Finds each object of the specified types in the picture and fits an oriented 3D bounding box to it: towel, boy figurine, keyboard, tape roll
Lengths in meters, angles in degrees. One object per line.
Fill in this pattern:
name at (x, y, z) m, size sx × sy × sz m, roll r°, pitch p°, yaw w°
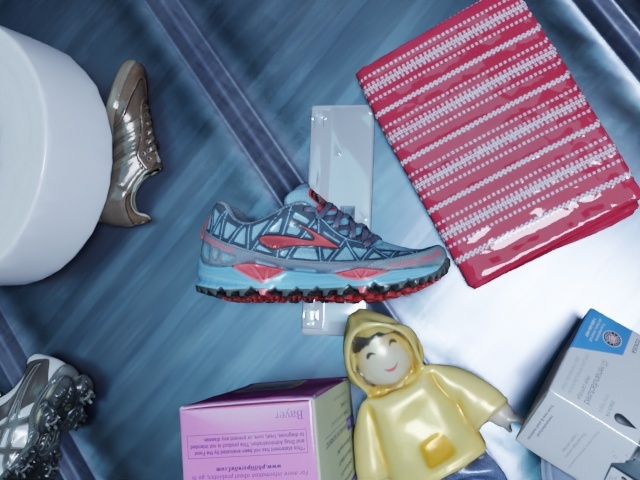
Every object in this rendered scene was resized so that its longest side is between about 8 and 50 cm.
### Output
towel at (0.183, -0.108, 0.766) m, size 0.199 × 0.031 × 0.275 m, roll -28°, pitch 79°, yaw 7°
boy figurine at (0.111, 0.191, 0.717) m, size 0.177 × 0.092 × 0.285 m, roll -25°, pitch 84°, yaw 7°
keyboard at (0.020, -0.024, 0.798) m, size 0.072 × 0.014 × 0.256 m, roll 2°, pitch 85°, yaw 6°
tape roll at (-0.370, -0.092, 0.801) m, size 0.286 × 0.100 × 0.286 m, roll -2°, pitch 86°, yaw 25°

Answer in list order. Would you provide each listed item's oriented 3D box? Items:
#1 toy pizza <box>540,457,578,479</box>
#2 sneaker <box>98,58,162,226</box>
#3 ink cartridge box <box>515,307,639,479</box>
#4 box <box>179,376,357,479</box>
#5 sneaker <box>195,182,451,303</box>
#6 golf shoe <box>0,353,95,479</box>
toy pizza at (0.290, 0.240, 0.651) m, size 0.201 × 0.201 × 0.032 m, roll 27°, pitch 130°, yaw 12°
sneaker at (-0.211, -0.108, 0.832) m, size 0.071 × 0.066 × 0.188 m, roll 12°, pitch 92°, yaw -5°
ink cartridge box at (0.293, 0.167, 0.647) m, size 0.191 × 0.139 × 0.082 m, roll 30°, pitch 131°, yaw 18°
box at (-0.033, 0.259, 0.673) m, size 0.117 × 0.213 × 0.243 m, roll -7°, pitch 83°, yaw 10°
sneaker at (0.000, 0.000, 0.739) m, size 0.262 × 0.104 × 0.125 m, roll 0°, pitch 82°, yaw 5°
golf shoe at (-0.335, 0.220, 0.814) m, size 0.094 × 0.077 × 0.198 m, roll 30°, pitch 86°, yaw 26°
